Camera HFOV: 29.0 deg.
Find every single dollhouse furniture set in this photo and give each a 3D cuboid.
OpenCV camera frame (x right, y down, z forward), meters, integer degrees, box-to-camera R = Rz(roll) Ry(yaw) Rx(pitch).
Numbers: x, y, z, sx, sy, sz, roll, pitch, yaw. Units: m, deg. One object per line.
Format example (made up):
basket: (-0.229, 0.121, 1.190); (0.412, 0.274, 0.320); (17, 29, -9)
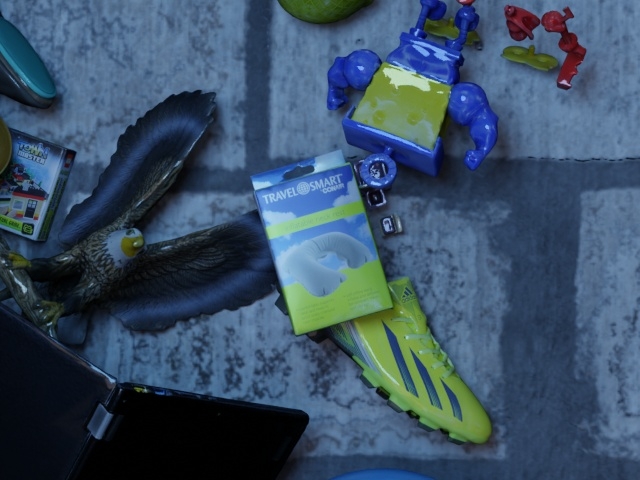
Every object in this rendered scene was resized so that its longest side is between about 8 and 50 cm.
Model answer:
dollhouse furniture set: (0.022, -0.039, 1.350); (0.114, 0.081, 0.091); (-15, 87, 8)

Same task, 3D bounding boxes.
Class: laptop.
laptop: (-0.298, 0.253, 1.305); (0.236, 0.408, 0.382); (43, 108, 43)

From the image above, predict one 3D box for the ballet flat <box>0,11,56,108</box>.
ballet flat: (-0.399, -0.245, 1.416); (0.096, 0.095, 0.280); (-35, 74, 16)

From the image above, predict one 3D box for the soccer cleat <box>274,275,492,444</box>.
soccer cleat: (0.082, 0.106, 1.337); (0.289, 0.093, 0.121); (40, 88, 6)

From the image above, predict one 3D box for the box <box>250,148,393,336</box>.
box: (0.000, 0.000, 1.288); (0.109, 0.042, 0.178); (-17, 85, -4)

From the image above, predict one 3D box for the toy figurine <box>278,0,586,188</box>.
toy figurine: (0.067, -0.167, 1.278); (0.363, 0.191, 0.217); (21, 86, 11)

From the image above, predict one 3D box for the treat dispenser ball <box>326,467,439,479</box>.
treat dispenser ball: (0.063, 0.374, 1.236); (0.288, 0.288, 0.288); (0, 89, 8)

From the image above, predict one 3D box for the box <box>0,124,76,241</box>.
box: (-0.399, -0.085, 1.435); (0.207, 0.036, 0.114); (19, 92, 8)

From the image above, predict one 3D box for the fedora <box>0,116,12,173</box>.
fedora: (-0.422, -0.133, 1.335); (0.194, 0.194, 0.079); (25, 129, 8)

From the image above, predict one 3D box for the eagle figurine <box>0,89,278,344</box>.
eagle figurine: (-0.204, 0.001, 1.353); (0.298, 0.225, 0.226); (-31, 129, -26)
